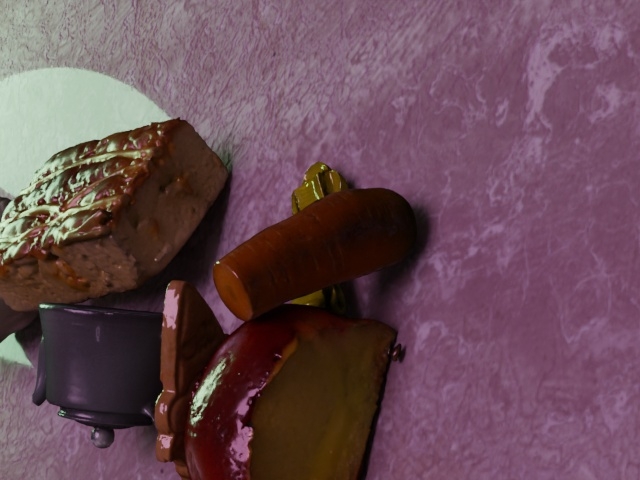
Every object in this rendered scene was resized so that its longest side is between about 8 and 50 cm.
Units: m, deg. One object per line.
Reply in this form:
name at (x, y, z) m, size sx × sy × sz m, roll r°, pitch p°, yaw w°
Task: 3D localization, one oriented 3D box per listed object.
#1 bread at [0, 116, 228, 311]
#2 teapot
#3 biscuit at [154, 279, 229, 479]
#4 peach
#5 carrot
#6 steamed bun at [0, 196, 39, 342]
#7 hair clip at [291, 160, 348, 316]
bread at (-0.249, -0.025, 2.043) m, size 0.275 × 0.114 × 0.185 m, roll -15°, pitch 35°, yaw 49°
teapot at (-0.216, 0.146, 1.955) m, size 0.239 × 0.162 × 0.149 m, roll 6°, pitch 88°, yaw 37°
biscuit at (-0.116, 0.148, 1.804) m, size 0.035 × 0.250 × 0.162 m, roll 2°, pitch 30°, yaw 21°
peach at (-0.050, 0.190, 1.726) m, size 0.154 × 0.159 × 0.267 m, roll 1°, pitch 77°, yaw 57°
carrot at (-0.004, 0.006, 1.712) m, size 0.087 × 0.193 × 0.087 m, roll 45°, pitch 144°, yaw 45°
steamed bun at (-0.415, 0.061, 2.238) m, size 0.218 × 0.144 × 0.211 m, roll -27°, pitch 39°, yaw 5°
hair clip at (0.000, 0.000, 1.822) m, size 0.072 × 0.046 × 0.173 m, roll -31°, pitch 46°, yaw 38°
